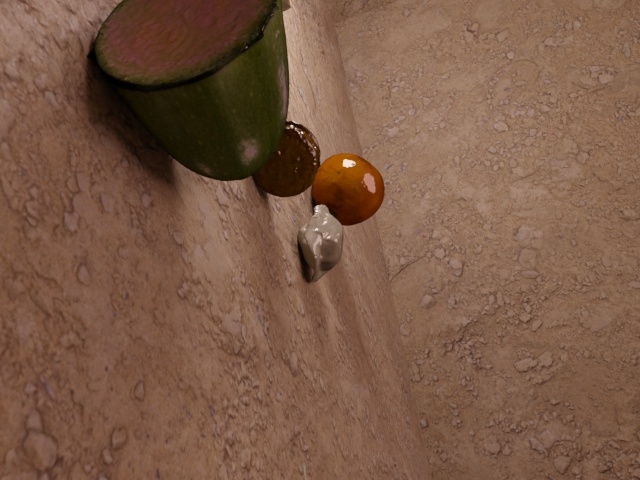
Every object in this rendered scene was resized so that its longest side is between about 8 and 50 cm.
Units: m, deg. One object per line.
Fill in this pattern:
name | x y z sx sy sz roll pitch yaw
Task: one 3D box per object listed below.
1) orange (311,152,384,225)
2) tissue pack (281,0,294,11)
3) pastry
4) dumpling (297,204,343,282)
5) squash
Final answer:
orange | 0.097 -0.181 1.901 0.261 0.261 0.260 -16 90 -76
tissue pack | -0.165 -0.799 1.790 0.196 0.149 0.092 -84 157 -55
pastry | -0.091 -0.211 1.394 0.103 0.189 0.188 -80 151 -67
dumpling | 0.000 0.000 1.606 0.162 0.132 0.250 67 29 -59
squash | -0.165 -0.256 0.930 0.308 0.311 0.310 62 18 -54
